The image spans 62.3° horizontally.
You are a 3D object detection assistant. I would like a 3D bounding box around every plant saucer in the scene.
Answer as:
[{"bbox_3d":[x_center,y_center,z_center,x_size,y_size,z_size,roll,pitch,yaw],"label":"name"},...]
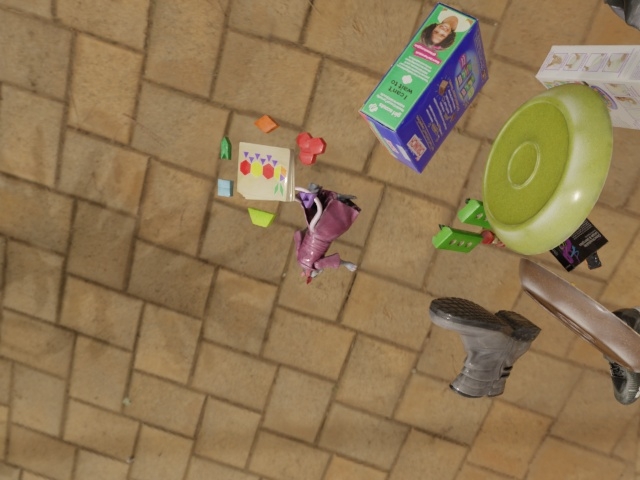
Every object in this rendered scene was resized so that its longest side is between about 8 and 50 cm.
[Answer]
[{"bbox_3d":[0.292,-0.101,0.731,0.037,0.241,0.241,11,110,-15],"label":"plant saucer"},{"bbox_3d":[0.493,0.147,0.998,0.311,0.310,0.050,38,96,-5],"label":"plant saucer"}]

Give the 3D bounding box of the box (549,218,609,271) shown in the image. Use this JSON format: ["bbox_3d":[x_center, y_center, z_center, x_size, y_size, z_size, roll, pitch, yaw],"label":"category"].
[{"bbox_3d":[0.504,-0.027,1.108,0.116,0.029,0.162,-30,71,-21],"label":"box"}]

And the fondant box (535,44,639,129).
[{"bbox_3d":[0.714,-0.353,1.238,0.238,0.330,0.096,25,93,-34],"label":"fondant box"}]

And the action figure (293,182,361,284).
[{"bbox_3d":[0.000,0.000,1.884,0.248,0.276,0.370,27,108,24],"label":"action figure"}]

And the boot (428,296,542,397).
[{"bbox_3d":[0.356,0.266,1.231,0.338,0.118,0.222,17,106,-27],"label":"boot"}]

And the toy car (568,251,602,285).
[{"bbox_3d":[0.695,0.072,1.426,0.122,0.040,0.060,-39,85,13],"label":"toy car"}]

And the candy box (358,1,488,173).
[{"bbox_3d":[0.267,-0.362,1.313,0.122,0.268,0.317,35,91,27],"label":"candy box"}]

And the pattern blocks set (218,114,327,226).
[{"bbox_3d":[-0.139,-0.178,1.381,0.325,0.026,0.285,22,110,28],"label":"pattern blocks set"}]

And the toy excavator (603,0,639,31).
[{"bbox_3d":[0.501,-0.450,0.701,0.445,0.433,0.222,-6,140,-26],"label":"toy excavator"}]

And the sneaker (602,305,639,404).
[{"bbox_3d":[0.700,0.266,1.242,0.106,0.078,0.234,6,91,-18],"label":"sneaker"}]

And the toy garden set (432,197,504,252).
[{"bbox_3d":[0.333,-0.075,0.948,0.244,0.204,0.049,-50,52,30],"label":"toy garden set"}]
